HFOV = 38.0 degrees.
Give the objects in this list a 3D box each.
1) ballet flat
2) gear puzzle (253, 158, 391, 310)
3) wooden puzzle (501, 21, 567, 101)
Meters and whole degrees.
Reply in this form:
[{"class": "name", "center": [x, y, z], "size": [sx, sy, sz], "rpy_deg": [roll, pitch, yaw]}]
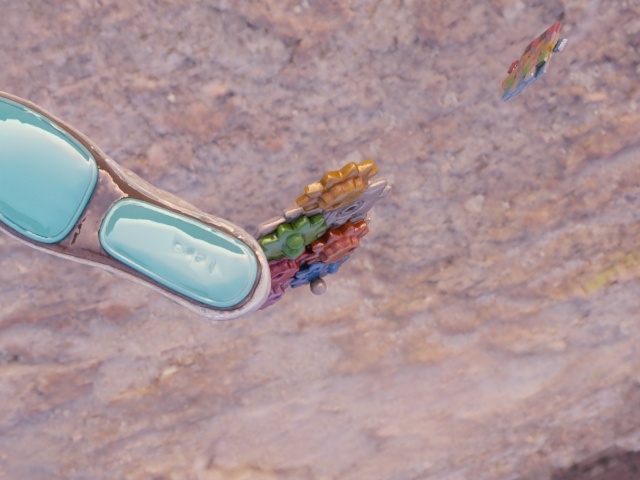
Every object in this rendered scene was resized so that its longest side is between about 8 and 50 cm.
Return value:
[{"class": "ballet flat", "center": [-0.100, -0.010, 0.423], "size": [0.057, 0.168, 0.052], "rpy_deg": [-58, -179, -9]}, {"class": "gear puzzle", "center": [0.000, 0.000, 1.015], "size": [0.175, 0.044, 0.339], "rpy_deg": [-22, 164, -23]}, {"class": "wooden puzzle", "center": [0.157, -0.133, 0.693], "size": [0.006, 0.049, 0.083], "rpy_deg": [31, 152, -12]}]
